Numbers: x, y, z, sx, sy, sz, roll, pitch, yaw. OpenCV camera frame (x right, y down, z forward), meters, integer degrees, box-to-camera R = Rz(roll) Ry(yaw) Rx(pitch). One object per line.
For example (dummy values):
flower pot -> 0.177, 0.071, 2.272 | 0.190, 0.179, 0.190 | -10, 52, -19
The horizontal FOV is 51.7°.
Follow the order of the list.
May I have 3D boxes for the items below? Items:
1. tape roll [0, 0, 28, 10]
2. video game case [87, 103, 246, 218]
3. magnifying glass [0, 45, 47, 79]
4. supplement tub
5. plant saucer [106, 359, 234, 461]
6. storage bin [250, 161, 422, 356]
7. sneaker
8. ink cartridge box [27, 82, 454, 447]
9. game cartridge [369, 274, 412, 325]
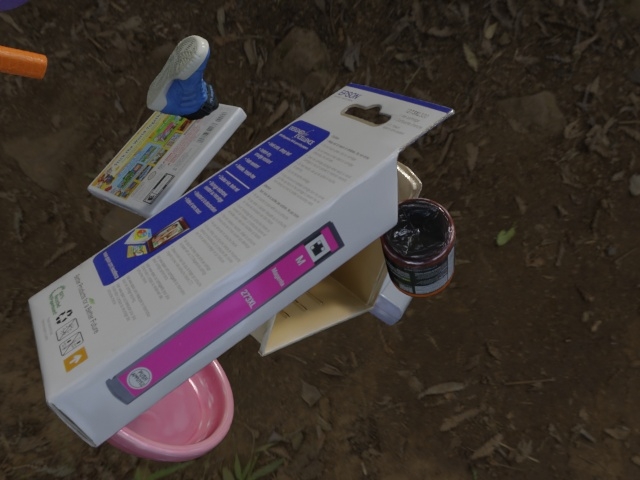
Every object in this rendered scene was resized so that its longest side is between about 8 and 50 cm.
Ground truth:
tape roll -> -0.664, -0.564, 1.323 | 0.189, 0.080, 0.189 | 4, 74, -15
video game case -> -0.254, -0.142, 1.081 | 0.227, 0.206, 0.026 | -54, 135, -17
magnifying glass -> -0.406, -0.204, 0.688 | 0.231, 0.026, 0.092 | 3, 125, -42
supplement tub -> 0.147, 0.022, 0.982 | 0.106, 0.198, 0.106 | -4, 67, 9
plant saucer -> -0.323, 0.280, 1.246 | 0.332, 0.332, 0.084 | 41, 113, -1
storage bin -> 0.000, 0.000, 0.988 | 0.123, 0.262, 0.260 | 37, 122, 30
sneaker -> -0.168, -0.215, 0.899 | 0.085, 0.152, 0.058 | 13, 58, -35
ink cartridge box -> -0.068, -0.005, 0.564 | 0.371, 0.176, 0.069 | -38, 122, -10
game cartridge -> 0.065, 0.029, 1.319 | 0.297, 0.198, 0.062 | 43, 114, 2
